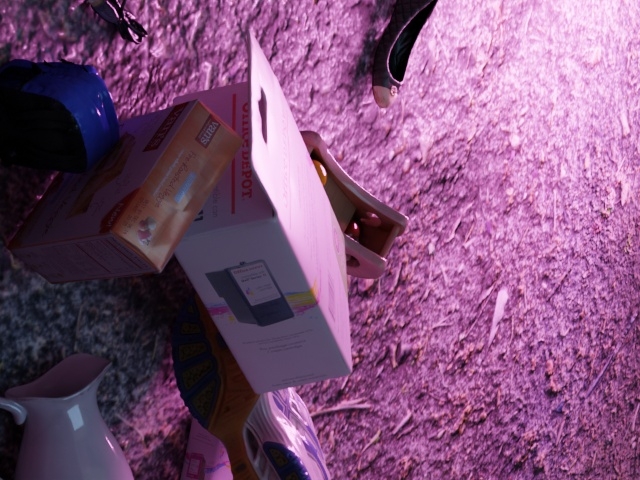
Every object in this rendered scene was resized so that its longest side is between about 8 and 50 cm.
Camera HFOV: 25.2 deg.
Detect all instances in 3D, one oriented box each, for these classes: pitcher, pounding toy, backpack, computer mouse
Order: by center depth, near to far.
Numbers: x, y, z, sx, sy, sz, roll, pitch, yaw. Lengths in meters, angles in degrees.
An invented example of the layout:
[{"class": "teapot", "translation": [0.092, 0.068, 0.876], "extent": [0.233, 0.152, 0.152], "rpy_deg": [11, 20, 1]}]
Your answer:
[{"class": "backpack", "translation": [-0.247, -0.124, 1.352], "extent": [0.101, 0.120, 0.098], "rpy_deg": [-48, 137, -36]}, {"class": "computer mouse", "translation": [-0.179, -0.305, 1.459], "extent": [0.106, 0.042, 0.193], "rpy_deg": [37, 77, -50]}, {"class": "pitcher", "translation": [-0.280, 0.238, 1.462], "extent": [0.178, 0.125, 0.207], "rpy_deg": [-15, 105, -31]}, {"class": "pounding toy", "translation": [0.000, 0.000, 1.738], "extent": [0.154, 0.154, 0.269], "rpy_deg": [-62, 144, -20]}]

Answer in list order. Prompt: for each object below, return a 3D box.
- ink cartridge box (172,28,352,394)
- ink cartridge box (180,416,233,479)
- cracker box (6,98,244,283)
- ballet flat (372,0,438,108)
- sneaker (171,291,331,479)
[{"class": "ink cartridge box", "translation": [-0.070, -0.024, 1.495], "extent": [0.353, 0.119, 0.207], "rpy_deg": [66, 16, -48]}, {"class": "ink cartridge box", "translation": [-0.122, 0.271, 1.752], "extent": [0.088, 0.052, 0.122], "rpy_deg": [5, 99, -55]}, {"class": "cracker box", "translation": [-0.190, -0.042, 1.365], "extent": [0.067, 0.232, 0.155], "rpy_deg": [43, 64, -26]}, {"class": "ballet flat", "translation": [0.109, -0.258, 1.897], "extent": [0.057, 0.049, 0.173], "rpy_deg": [24, 82, -56]}, {"class": "sneaker", "translation": [-0.080, 0.193, 1.689], "extent": [0.296, 0.112, 0.131], "rpy_deg": [69, 18, 0]}]
